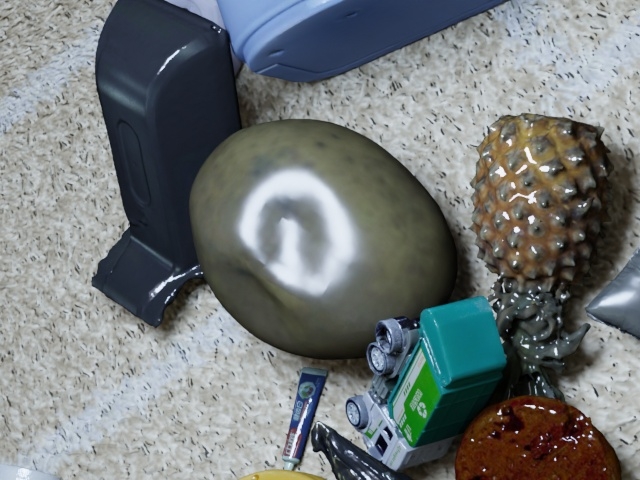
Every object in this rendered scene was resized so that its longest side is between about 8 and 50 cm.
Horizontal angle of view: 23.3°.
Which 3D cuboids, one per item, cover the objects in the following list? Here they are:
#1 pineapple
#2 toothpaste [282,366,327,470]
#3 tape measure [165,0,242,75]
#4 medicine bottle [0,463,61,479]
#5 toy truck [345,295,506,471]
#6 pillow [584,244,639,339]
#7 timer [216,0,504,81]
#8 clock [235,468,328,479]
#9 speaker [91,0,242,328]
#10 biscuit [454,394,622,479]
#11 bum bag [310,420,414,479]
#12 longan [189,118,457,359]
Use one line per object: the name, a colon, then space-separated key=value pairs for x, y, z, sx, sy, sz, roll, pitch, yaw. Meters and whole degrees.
pineapple: x=0.242 y=0.036 z=1.781 sx=0.175 sy=0.175 sz=0.361 roll=9 pitch=91 yaw=33
toothpaste: x=-0.024 y=0.224 z=1.930 sx=0.037 sy=0.021 sz=0.140 roll=6 pitch=71 yaw=27
tape measure: x=-0.202 y=-0.276 z=2.188 sx=0.196 sy=0.105 sz=0.178 roll=-4 pitch=68 yaw=30
medicine bottle: x=-0.406 y=0.394 z=2.034 sx=0.103 sy=0.103 sz=0.186 roll=2 pitch=71 yaw=31
toy truck: x=0.120 y=0.158 z=1.747 sx=0.124 sy=0.114 sz=0.253 roll=58 pitch=146 yaw=32
pillow: x=0.468 y=0.072 z=1.640 sx=0.326 sy=0.101 sz=0.228 roll=39 pitch=102 yaw=31
timer: x=0.041 y=-0.343 z=1.900 sx=0.395 sy=0.395 sz=0.173 roll=-20 pitch=82 yaw=22
clock: x=-0.079 y=0.405 z=1.797 sx=0.317 sy=0.200 sz=0.244 roll=-39 pitch=59 yaw=2
speaker: x=-0.213 y=-0.102 z=1.985 sx=0.180 sy=0.388 sz=0.184 roll=28 pitch=50 yaw=36
biscuit: x=0.240 y=0.260 z=1.707 sx=0.192 sy=0.049 sz=0.192 roll=8 pitch=106 yaw=29
bum bag: x=0.083 y=0.297 z=1.756 sx=0.248 sy=0.102 sz=0.069 roll=42 pitch=92 yaw=20
longan: x=0.000 y=0.000 z=1.865 sx=0.350 sy=0.288 sz=0.288 roll=36 pitch=91 yaw=25
